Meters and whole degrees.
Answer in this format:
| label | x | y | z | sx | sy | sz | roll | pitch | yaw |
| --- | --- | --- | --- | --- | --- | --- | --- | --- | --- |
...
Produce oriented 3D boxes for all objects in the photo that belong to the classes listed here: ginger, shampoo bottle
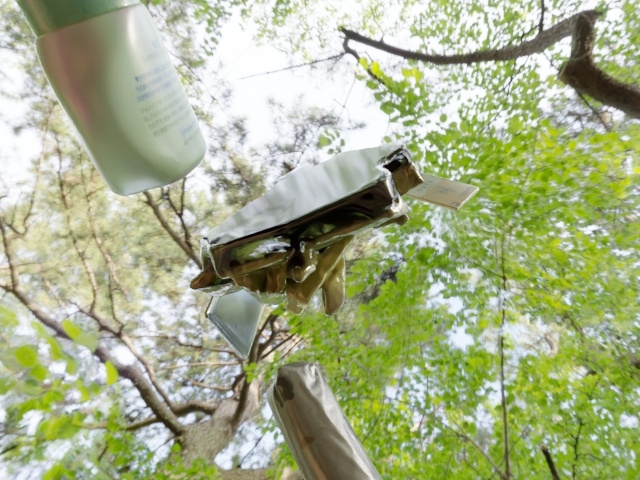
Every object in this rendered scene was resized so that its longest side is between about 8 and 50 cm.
| label | x | y | z | sx | sy | sz | roll | pitch | yaw |
| --- | --- | --- | --- | --- | --- | --- | --- | --- | --- |
| ginger | 0.000 | 0.000 | 0.827 | 0.414 | 0.358 | 0.211 | -14 | -66 | 36 |
| shampoo bottle | -0.292 | -0.249 | 0.666 | 0.151 | 0.221 | 0.349 | -11 | -60 | 12 |

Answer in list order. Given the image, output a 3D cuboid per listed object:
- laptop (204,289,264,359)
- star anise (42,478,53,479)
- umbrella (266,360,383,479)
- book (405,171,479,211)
| label | x | y | z | sx | sy | sz | roll | pitch | yaw |
| --- | --- | --- | --- | --- | --- | --- | --- | --- | --- |
| laptop | -0.212 | 0.175 | 1.260 | 0.015 | 0.269 | 0.187 | 4 | -125 | 19 |
| star anise | -0.322 | 0.316 | 0.553 | 0.097 | 0.191 | 0.070 | -55 | -139 | 6 |
| umbrella | 0.041 | 0.268 | 0.468 | 0.337 | 0.067 | 0.073 | 54 | -33 | 34 |
| book | 0.257 | -0.116 | 1.101 | 0.172 | 0.118 | 0.012 | 21 | -49 | 32 |
